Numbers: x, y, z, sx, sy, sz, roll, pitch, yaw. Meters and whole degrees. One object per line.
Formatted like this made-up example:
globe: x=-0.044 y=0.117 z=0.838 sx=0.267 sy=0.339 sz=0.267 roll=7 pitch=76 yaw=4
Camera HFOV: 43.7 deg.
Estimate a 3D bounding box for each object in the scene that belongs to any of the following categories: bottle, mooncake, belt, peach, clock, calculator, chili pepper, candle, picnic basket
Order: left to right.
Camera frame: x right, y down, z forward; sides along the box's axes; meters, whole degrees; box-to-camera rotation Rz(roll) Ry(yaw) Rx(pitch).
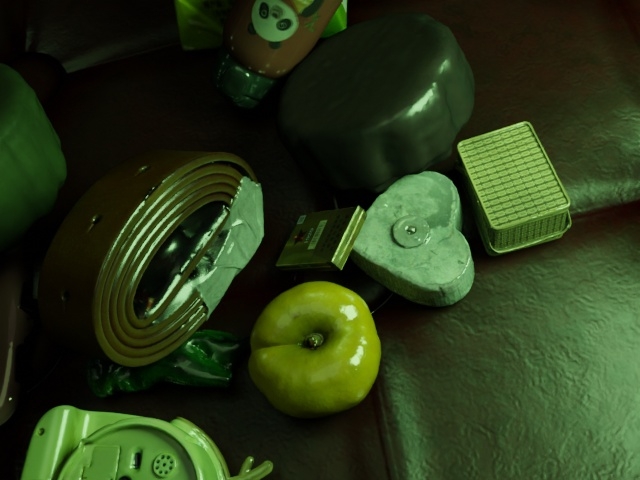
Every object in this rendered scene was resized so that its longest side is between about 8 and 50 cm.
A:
mooncake: x=-0.568 y=-0.106 z=1.198 sx=0.356 sy=0.194 sz=0.356 roll=-6 pitch=46 yaw=6
calculator: x=-0.523 y=0.140 z=1.161 sx=0.220 sy=0.048 sz=0.330 roll=-12 pitch=60 yaw=4
clock: x=-0.215 y=0.322 z=0.971 sx=0.307 sy=0.096 sz=0.235 roll=-1 pitch=61 yaw=10
belt: x=-0.210 y=0.012 z=1.053 sx=0.122 sy=0.217 sz=0.339 roll=8 pitch=46 yaw=33
chili pepper: x=-0.205 y=0.160 z=1.074 sx=0.224 sy=0.061 sz=0.098 roll=-9 pitch=47 yaw=11
bottle: x=-0.051 y=-0.343 z=1.184 sx=0.144 sy=0.336 sz=0.144 roll=23 pitch=35 yaw=-18
peach: x=-0.009 y=0.139 z=1.020 sx=0.179 sy=0.103 sz=0.179 roll=-7 pitch=61 yaw=12
mooncake: x=0.080 y=-0.190 z=1.133 sx=0.283 sy=0.141 sz=0.283 roll=-20 pitch=42 yaw=19
candle: x=0.120 y=0.001 z=1.088 sx=0.168 sy=0.068 sz=0.192 roll=-12 pitch=57 yaw=8
picnic basket: x=0.259 y=-0.071 z=1.088 sx=0.115 sy=0.079 sz=0.164 roll=-18 pitch=60 yaw=2

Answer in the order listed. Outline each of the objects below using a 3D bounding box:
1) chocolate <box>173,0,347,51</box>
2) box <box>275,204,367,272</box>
chocolate: x=-0.101 y=-0.484 z=1.353 sx=0.288 sy=0.137 sz=0.301 roll=-3 pitch=63 yaw=10
box: x=0.000 y=0.000 z=1.096 sx=0.133 sy=0.023 sz=0.090 roll=-7 pitch=50 yaw=53
